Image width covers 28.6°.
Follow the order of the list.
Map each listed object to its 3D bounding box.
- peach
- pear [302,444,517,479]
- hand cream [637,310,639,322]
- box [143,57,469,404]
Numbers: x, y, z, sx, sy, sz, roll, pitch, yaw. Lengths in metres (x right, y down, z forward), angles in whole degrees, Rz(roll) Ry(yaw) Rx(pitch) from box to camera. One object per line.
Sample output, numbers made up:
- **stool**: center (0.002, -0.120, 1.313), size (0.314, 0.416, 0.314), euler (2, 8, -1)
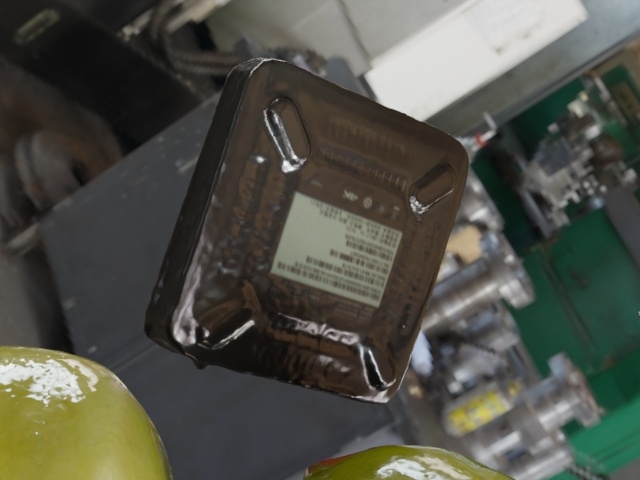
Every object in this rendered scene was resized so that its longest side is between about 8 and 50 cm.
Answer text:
- **peach**: center (-0.257, 0.253, 1.008), size (0.281, 0.314, 0.316), euler (22, 33, -19)
- **pear**: center (0.103, 0.316, 1.039), size (0.375, 0.287, 0.287), euler (25, 35, -48)
- **hand cream**: center (0.404, 0.177, 1.354), size (0.120, 0.061, 0.270), euler (46, 19, -17)
- **box**: center (0.000, 0.000, 1.177), size (0.290, 0.289, 0.073), euler (20, -1, -37)
